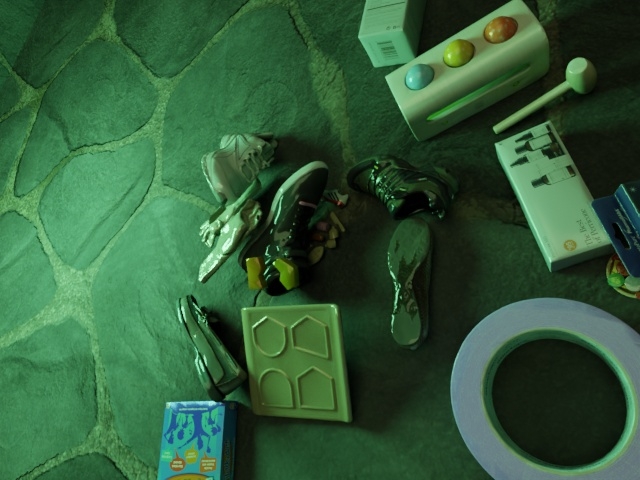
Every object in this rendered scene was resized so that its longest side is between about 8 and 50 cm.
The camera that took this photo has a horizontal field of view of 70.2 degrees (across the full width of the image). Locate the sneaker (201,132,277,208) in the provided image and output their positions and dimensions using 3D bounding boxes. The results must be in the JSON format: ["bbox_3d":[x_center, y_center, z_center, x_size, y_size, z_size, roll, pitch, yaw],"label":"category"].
[{"bbox_3d":[-0.175,-0.179,1.021,0.129,0.111,0.297,-13,35,14],"label":"sneaker"}]

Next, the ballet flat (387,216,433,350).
[{"bbox_3d":[0.168,0.075,0.826,0.084,0.058,0.250,-10,61,30],"label":"ballet flat"}]

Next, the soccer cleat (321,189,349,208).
[{"bbox_3d":[0.024,-0.098,0.983,0.083,0.029,0.035,27,77,31],"label":"soccer cleat"}]

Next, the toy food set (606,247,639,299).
[{"bbox_3d":[0.476,0.048,0.681,0.083,0.020,0.082,14,78,32],"label":"toy food set"}]

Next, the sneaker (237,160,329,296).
[{"bbox_3d":[-0.046,-0.011,0.926,0.295,0.104,0.147,-54,52,17],"label":"sneaker"}]

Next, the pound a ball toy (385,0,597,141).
[{"bbox_3d":[0.304,-0.305,0.846,0.319,0.136,0.208,-26,60,18],"label":"pound a ball toy"}]

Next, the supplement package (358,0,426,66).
[{"bbox_3d":[0.164,-0.499,1.016,0.105,0.105,0.179,4,72,30],"label":"supplement package"}]

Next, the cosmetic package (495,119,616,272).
[{"bbox_3d":[0.383,-0.077,0.757,0.099,0.060,0.239,-23,61,20],"label":"cosmetic package"}]

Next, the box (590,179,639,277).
[{"bbox_3d":[0.529,-0.038,0.644,0.225,0.036,0.136,-16,63,6],"label":"box"}]

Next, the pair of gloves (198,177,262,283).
[{"bbox_3d":[-0.206,-0.036,1.011,0.204,0.042,0.240,-44,29,18],"label":"pair of gloves"}]

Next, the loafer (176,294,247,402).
[{"bbox_3d":[-0.230,0.211,0.966,0.084,0.096,0.267,-30,51,-6],"label":"loafer"}]

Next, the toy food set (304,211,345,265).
[{"bbox_3d":[0.000,0.000,0.963,0.122,0.019,0.078,-42,56,17],"label":"toy food set"}]

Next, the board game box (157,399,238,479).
[{"bbox_3d":[-0.247,0.432,0.910,0.160,0.047,0.210,-12,66,24],"label":"board game box"}]

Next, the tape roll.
[{"bbox_3d":[0.334,0.225,0.649,0.275,0.090,0.274,-11,66,26],"label":"tape roll"}]

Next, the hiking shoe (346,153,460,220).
[{"bbox_3d":[0.140,-0.097,0.865,0.227,0.086,0.114,10,50,31],"label":"hiking shoe"}]

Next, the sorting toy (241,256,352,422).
[{"bbox_3d":[-0.052,0.179,0.857,0.229,0.041,0.307,-6,90,29],"label":"sorting toy"}]
